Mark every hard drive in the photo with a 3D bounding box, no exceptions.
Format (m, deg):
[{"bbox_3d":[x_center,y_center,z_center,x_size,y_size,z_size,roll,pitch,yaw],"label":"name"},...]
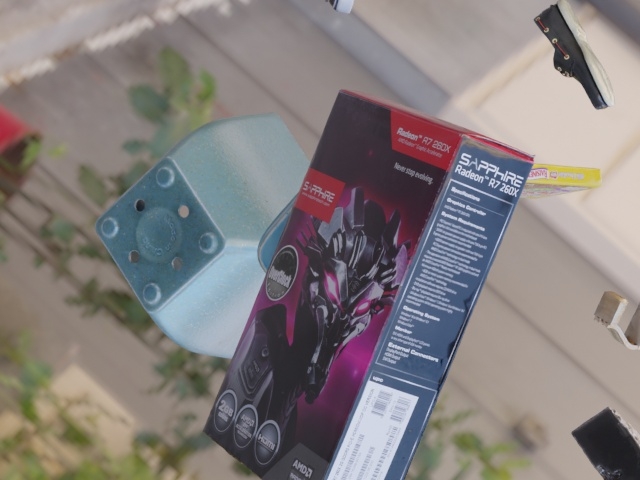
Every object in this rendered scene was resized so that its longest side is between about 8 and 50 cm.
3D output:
[{"bbox_3d":[0.413,0.338,2.108,0.064,0.237,0.339,-35,152,5],"label":"hard drive"}]

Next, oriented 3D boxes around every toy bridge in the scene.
[{"bbox_3d":[0.354,0.088,1.975,0.188,0.026,0.063,2,115,-52],"label":"toy bridge"}]

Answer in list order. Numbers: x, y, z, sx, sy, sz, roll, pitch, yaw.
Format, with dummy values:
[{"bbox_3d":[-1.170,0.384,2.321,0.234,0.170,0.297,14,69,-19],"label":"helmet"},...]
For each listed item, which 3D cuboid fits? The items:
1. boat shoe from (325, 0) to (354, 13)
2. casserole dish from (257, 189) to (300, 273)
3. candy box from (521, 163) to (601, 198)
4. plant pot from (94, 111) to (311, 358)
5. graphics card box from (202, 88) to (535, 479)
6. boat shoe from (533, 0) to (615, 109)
[{"bbox_3d":[-0.008,-0.288,1.729,0.065,0.083,0.183,107,-15,-46],"label":"boat shoe"},{"bbox_3d":[0.000,0.000,1.873,0.037,0.114,0.188,-22,159,-51],"label":"casserole dish"},{"bbox_3d":[0.231,-0.070,2.118,0.105,0.027,0.206,-7,175,41],"label":"candy box"},{"bbox_3d":[-0.139,-0.006,2.306,0.247,0.248,0.252,-41,162,21],"label":"plant pot"},{"bbox_3d":[0.037,0.058,1.668,0.233,0.094,0.371,29,-82,58],"label":"graphics card box"},{"bbox_3d":[0.259,-0.184,1.837,0.042,0.133,0.049,-33,153,18],"label":"boat shoe"}]
